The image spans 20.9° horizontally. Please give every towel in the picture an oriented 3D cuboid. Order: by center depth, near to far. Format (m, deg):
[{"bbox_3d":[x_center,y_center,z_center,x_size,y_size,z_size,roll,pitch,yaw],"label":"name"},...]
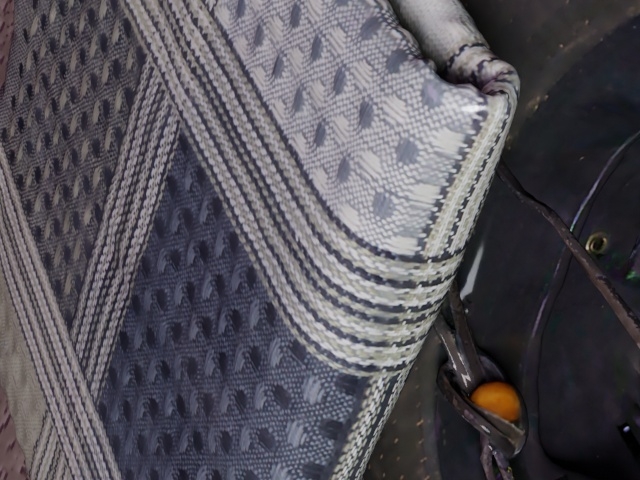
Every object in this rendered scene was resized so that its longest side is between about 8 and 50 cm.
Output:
[{"bbox_3d":[-0.051,-0.018,0.624,0.324,0.056,0.312,61,141,44],"label":"towel"}]

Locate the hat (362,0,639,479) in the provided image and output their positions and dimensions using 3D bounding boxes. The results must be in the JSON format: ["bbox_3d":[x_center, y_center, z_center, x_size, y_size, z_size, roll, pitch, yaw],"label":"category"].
[{"bbox_3d":[0.133,0.030,0.477,0.331,0.134,0.331,-4,85,56],"label":"hat"}]
